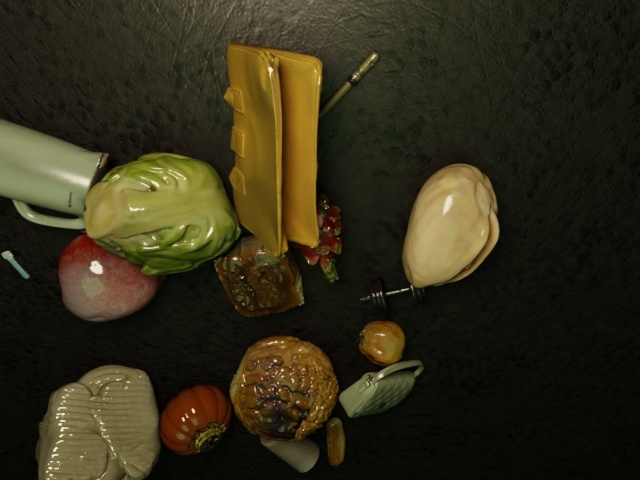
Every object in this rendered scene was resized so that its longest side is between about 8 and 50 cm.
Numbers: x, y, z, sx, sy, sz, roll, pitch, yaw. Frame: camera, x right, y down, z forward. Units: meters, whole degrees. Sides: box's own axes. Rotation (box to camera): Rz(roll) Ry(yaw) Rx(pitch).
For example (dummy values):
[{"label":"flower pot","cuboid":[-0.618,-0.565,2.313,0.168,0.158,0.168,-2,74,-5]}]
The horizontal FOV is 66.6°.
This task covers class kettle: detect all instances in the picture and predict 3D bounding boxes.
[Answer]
[{"label":"kettle","cuboid":[-0.621,-0.133,1.114,0.255,0.165,0.240,17,122,-12]}]

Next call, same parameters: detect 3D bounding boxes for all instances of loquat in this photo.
[{"label":"loquat","cuboid":[0.172,0.287,1.366,0.137,0.113,0.137,8,126,11]}]

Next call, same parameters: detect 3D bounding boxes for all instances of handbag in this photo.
[{"label":"handbag","cuboid":[0.192,0.418,1.401,0.219,0.079,0.256,-47,146,21]},{"label":"handbag","cuboid":[-0.104,-0.192,1.007,0.133,0.283,0.401,-17,121,-30]}]

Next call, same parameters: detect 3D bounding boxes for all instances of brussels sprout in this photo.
[{"label":"brussels sprout","cuboid":[-0.337,-0.049,1.089,0.327,0.247,0.328,-20,148,-13]}]

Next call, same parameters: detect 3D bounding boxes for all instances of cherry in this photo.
[{"label":"cherry","cuboid":[-0.519,0.096,1.215,0.239,0.206,0.240,2,109,5]}]

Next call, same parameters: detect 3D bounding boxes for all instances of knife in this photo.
[{"label":"knife","cuboid":[-0.822,0.066,1.319,0.027,0.010,0.096,-19,120,11]}]

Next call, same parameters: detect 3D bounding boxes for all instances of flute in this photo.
[{"label":"flute","cuboid":[0.041,-0.318,1.062,0.027,0.027,0.233,39,114,-19]}]

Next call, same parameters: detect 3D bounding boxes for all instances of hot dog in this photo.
[{"label":"hot dog","cuboid":[0.051,0.668,1.628,0.066,0.047,0.216,-10,120,-9]}]

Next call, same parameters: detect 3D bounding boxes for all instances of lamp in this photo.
[{"label":"lamp","cuboid":[-0.377,0.543,1.481,0.223,0.196,0.223,-24,133,-28]}]

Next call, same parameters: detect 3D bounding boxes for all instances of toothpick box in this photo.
[{"label":"toothpick box","cuboid":[-0.099,0.663,1.592,0.111,0.111,0.181,-33,116,19]}]

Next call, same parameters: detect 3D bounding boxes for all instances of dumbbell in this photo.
[{"label":"dumbbell","cuboid":[0.205,0.133,1.279,0.208,0.099,0.099,-14,119,11]}]

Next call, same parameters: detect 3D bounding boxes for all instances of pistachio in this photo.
[{"label":"pistachio","cuboid":[0.293,-0.024,1.140,0.193,0.214,0.318,-5,129,-41]}]

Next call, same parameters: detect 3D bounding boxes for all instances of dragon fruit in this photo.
[{"label":"dragon fruit","cuboid":[-0.002,-0.002,1.185,0.135,0.137,0.236,-14,124,11]}]

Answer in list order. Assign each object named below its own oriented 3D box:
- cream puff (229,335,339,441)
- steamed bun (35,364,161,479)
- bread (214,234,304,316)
[{"label":"cream puff","cuboid":[-0.113,0.440,1.394,0.342,0.231,0.327,-24,120,15]},{"label":"steamed bun","cuboid":[-0.660,0.565,1.441,0.342,0.368,0.255,13,150,-36]},{"label":"bread","cuboid":[-0.153,0.094,1.260,0.192,0.110,0.210,-14,119,8]}]
